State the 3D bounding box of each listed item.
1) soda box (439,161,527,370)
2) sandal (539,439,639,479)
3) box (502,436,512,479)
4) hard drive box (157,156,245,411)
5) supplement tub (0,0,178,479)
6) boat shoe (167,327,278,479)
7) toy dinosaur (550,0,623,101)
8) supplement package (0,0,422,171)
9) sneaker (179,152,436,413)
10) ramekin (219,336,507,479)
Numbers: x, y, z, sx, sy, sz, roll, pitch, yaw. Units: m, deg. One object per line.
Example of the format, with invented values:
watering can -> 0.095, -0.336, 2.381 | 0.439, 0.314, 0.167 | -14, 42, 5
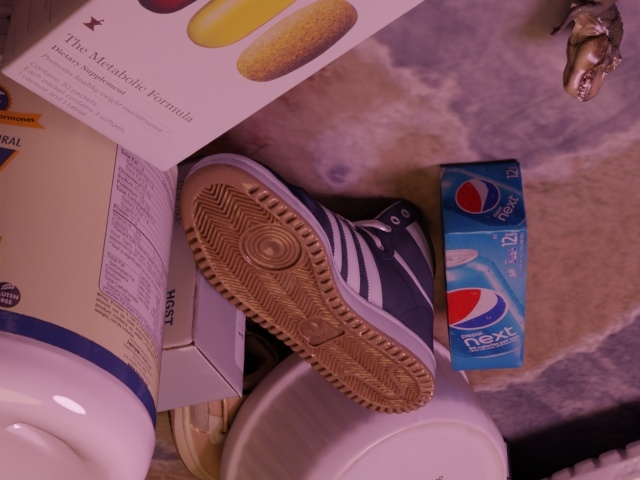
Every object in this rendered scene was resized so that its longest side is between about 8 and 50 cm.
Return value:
soda box -> 0.138, 0.027, 1.121 | 0.067, 0.071, 0.210 | -4, 143, 5
sandal -> 0.283, 0.297, 1.414 | 0.416, 0.102, 0.169 | -34, 157, 36
box -> 0.037, 0.250, 1.433 | 0.270, 0.060, 0.216 | 20, 140, -24
hard drive box -> -0.182, 0.050, 1.064 | 0.232, 0.181, 0.089 | -12, 142, 17
supplement tub -> -0.218, 0.011, 0.889 | 0.235, 0.324, 0.235 | 0, 144, 0
boat shoe -> -0.089, 0.132, 1.239 | 0.098, 0.109, 0.302 | -4, 138, 7
toy dinosaur -> 0.158, -0.200, 0.831 | 0.118, 0.064, 0.268 | -3, 142, -7
supplement package -> -0.060, -0.174, 0.800 | 0.244, 0.133, 0.139 | -30, 134, 34
sneaker -> 0.000, 0.000, 1.040 | 0.099, 0.153, 0.282 | -22, 127, 29
ramekin -> 0.051, 0.222, 1.231 | 0.273, 0.127, 0.272 | -13, 121, -23
